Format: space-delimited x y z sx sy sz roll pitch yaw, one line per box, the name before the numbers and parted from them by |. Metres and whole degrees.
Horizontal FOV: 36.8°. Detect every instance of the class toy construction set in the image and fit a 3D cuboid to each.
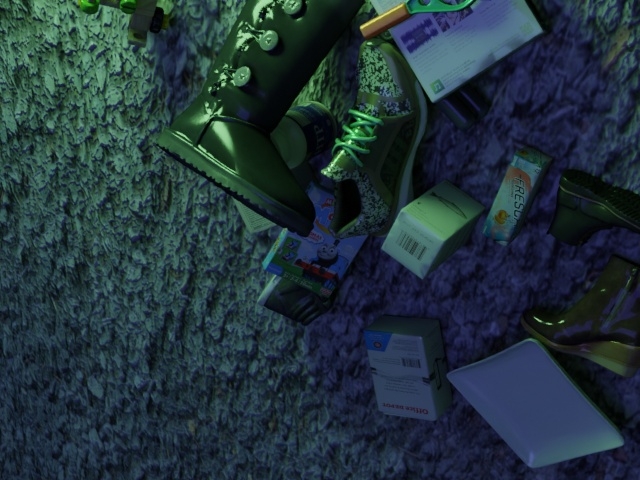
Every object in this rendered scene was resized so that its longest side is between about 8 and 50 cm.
toy construction set | -0.444 -0.553 2.060 0.308 0.258 0.237 57 147 26

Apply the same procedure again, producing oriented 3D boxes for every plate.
plate | 0.426 0.320 1.912 0.277 0.045 0.278 48 143 -4

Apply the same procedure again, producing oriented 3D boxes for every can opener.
can opener | 0.191 -0.317 1.807 0.283 0.076 0.095 48 163 6

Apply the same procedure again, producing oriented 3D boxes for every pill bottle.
pill bottle | -0.059 -0.206 1.948 0.112 0.187 0.112 16 121 29

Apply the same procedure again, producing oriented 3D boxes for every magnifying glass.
magnifying glass | 0.172 -0.410 1.658 0.231 0.026 0.092 -25 93 25

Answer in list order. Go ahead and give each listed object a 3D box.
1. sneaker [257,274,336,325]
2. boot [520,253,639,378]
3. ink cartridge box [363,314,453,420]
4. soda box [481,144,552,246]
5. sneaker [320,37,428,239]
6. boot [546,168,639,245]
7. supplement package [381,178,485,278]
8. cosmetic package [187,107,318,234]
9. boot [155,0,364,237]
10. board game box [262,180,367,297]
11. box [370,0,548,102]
sneaker | -0.008 0.066 2.115 0.147 0.104 0.295 33 119 -4
boot | 0.510 0.118 1.788 0.248 0.090 0.206 24 110 30
ink cartridge box | 0.189 0.272 2.071 0.148 0.086 0.203 3 114 35
soda box | 0.363 -0.082 1.787 0.058 0.063 0.183 31 127 20
sneaker | 0.086 -0.169 1.808 0.158 0.182 0.410 22 123 40
boot | 0.504 -0.027 1.716 0.198 0.077 0.137 36 134 33
supplement package | 0.217 -0.024 1.843 0.105 0.179 0.105 36 128 16
cosmetic package | -0.136 -0.184 2.064 0.160 0.113 0.309 -18 100 40
boot | -0.053 -0.276 1.789 0.367 0.146 0.445 33 86 20
board game box | 0.000 0.000 2.007 0.160 0.039 0.211 24 108 -20
box | 0.214 -0.437 1.681 0.232 0.058 0.322 -31 91 24
